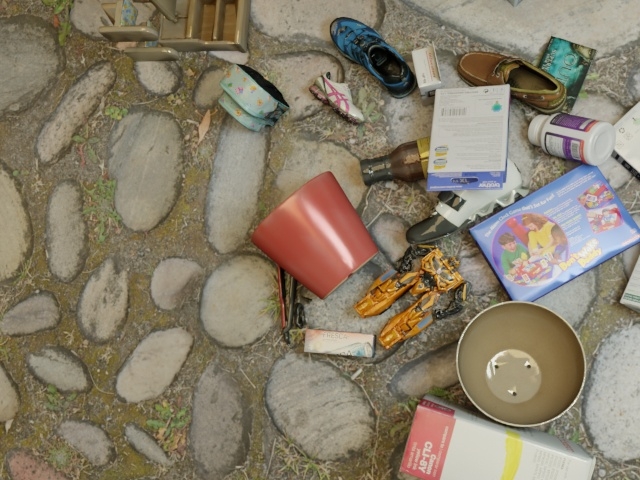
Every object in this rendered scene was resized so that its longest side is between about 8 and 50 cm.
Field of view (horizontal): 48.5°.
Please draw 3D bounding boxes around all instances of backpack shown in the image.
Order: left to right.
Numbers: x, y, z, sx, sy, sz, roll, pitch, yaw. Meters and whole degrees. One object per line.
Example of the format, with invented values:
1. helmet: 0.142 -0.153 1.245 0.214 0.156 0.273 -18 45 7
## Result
1. backpack: -0.195 -0.393 1.945 0.144 0.188 0.166 -44 76 3

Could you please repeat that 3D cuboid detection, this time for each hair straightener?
1. hair straightener: -0.068 0.174 1.903 0.089 0.047 0.230 -3 81 12

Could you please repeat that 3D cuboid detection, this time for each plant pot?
1. plant pot: 0.000 0.000 1.818 0.275 0.275 0.243 -41 85 4
2. plant pot: 0.463 0.303 1.680 0.284 0.191 0.284 -3 70 9

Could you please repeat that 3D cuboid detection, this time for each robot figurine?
1. robot figurine: 0.241 0.137 1.820 0.291 0.085 0.211 -40 76 4

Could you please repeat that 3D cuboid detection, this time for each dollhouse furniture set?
1. dollhouse furniture set: -0.373 -0.660 1.919 0.256 0.394 0.362 2 82 13

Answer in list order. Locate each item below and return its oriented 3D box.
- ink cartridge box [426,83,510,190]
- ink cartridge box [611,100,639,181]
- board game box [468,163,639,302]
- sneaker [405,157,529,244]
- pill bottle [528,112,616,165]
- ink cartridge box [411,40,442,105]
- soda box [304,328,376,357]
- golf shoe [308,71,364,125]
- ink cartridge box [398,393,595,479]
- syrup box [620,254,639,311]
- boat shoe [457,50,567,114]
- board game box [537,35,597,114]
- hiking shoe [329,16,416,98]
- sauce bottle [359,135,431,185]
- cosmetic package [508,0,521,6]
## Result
1. ink cartridge box: 0.364 -0.241 1.739 0.185 0.065 0.311 0 59 18
2. ink cartridge box: 0.865 -0.190 1.742 0.165 0.065 0.333 -42 74 4
3. board game box: 0.581 -0.012 1.770 0.347 0.078 0.233 -30 76 7
4. sneaker: 0.345 -0.111 1.794 0.330 0.122 0.146 -29 104 3
5. pill bottle: 0.612 -0.255 1.750 0.193 0.108 0.108 29 88 50
6. ink cartridge box: 0.279 -0.433 1.849 0.060 0.180 0.104 -12 79 11
7. soda box: 0.051 0.268 1.857 0.183 0.058 0.063 2 82 14
8. golf shoe: 0.056 -0.392 1.951 0.186 0.067 0.086 42 91 15
9. ink cartridge box: 0.397 0.495 1.630 0.384 0.279 0.160 15 86 14
10. syrup box: 0.814 0.063 1.680 0.096 0.093 0.237 24 88 -29
11. boat shoe: 0.487 -0.428 1.823 0.307 0.104 0.111 26 88 26
12. board game box: 0.624 -0.427 1.850 0.126 0.026 0.186 22 87 15
13. hiking shoe: 0.140 -0.517 1.918 0.304 0.132 0.113 42 92 15
14. sauce bottle: 0.275 -0.216 1.853 0.344 0.111 0.111 -11 79 10
15. cosmetic package: 0.409 -0.813 1.825 0.097 0.284 0.377 -40 75 4
